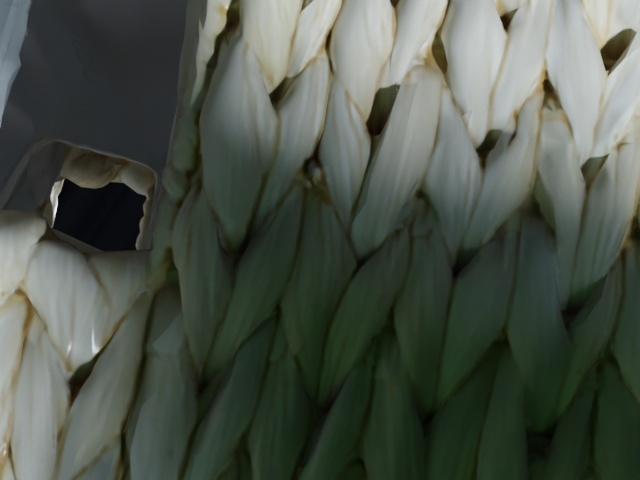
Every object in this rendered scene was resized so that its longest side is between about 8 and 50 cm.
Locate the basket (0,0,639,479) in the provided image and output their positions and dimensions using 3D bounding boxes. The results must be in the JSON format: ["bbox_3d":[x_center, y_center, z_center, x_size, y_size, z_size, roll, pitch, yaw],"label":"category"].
[{"bbox_3d":[0.000,0.000,0.466,0.266,0.328,0.331,11,-14,-6],"label":"basket"}]
